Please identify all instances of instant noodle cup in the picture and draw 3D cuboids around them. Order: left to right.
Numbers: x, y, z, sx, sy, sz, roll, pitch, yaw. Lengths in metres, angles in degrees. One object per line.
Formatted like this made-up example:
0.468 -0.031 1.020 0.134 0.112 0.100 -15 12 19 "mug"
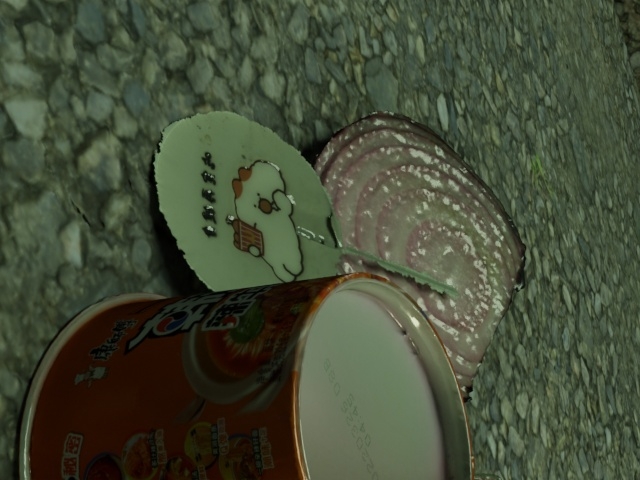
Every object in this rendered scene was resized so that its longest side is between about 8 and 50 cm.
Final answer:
-0.031 0.135 0.674 0.250 0.192 0.250 29 53 -48 "instant noodle cup"

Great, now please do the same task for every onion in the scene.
0.065 0.014 1.010 0.247 0.111 0.250 45 50 -13 "onion"

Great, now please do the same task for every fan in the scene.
-0.001 0.000 0.880 0.329 0.009 0.191 20 51 -36 "fan"

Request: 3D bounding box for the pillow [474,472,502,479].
0.049 0.245 0.849 0.232 0.043 0.126 8 62 -22 "pillow"
